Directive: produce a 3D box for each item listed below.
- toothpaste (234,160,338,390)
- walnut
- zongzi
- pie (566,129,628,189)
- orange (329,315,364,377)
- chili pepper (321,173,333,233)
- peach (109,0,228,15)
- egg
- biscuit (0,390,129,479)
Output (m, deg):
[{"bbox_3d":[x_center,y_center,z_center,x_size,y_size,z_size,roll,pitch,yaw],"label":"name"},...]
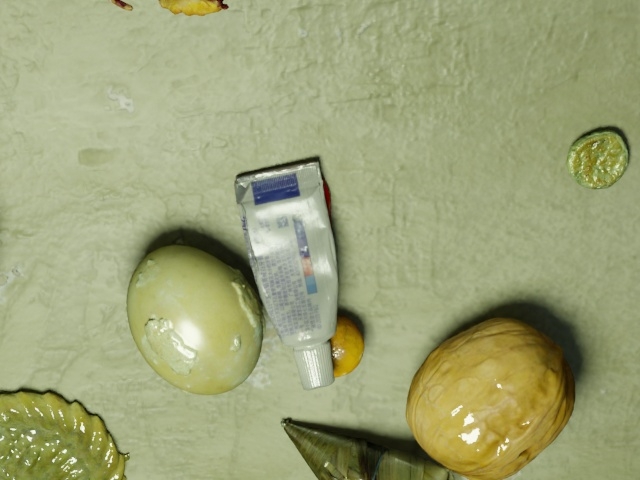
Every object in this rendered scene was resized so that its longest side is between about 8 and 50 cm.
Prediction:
[{"bbox_3d":[-0.031,0.047,1.685,0.099,0.068,0.282,-12,91,-26],"label":"toothpaste"},{"bbox_3d":[0.223,0.204,1.743,0.222,0.195,0.195,-36,111,7],"label":"walnut"},{"bbox_3d":[0.053,0.357,1.846,0.242,0.112,0.221,18,138,18],"label":"zongzi"},{"bbox_3d":[0.354,-0.103,1.718,0.084,0.021,0.084,-4,113,-9],"label":"pie"},{"bbox_3d":[0.017,0.138,1.749,0.083,0.083,0.070,-42,143,11],"label":"orange"},{"bbox_3d":[0.000,0.000,1.717,0.045,0.027,0.178,4,109,-7],"label":"chili pepper"},{"bbox_3d":[-0.224,-0.396,1.375,0.417,0.339,0.353,-20,75,2],"label":"peach"},{"bbox_3d":[-0.155,0.098,1.671,0.164,0.164,0.201,-31,106,7],"label":"egg"},{"bbox_3d":[-0.379,0.286,1.787,0.274,0.036,0.187,20,109,-14],"label":"biscuit"}]
